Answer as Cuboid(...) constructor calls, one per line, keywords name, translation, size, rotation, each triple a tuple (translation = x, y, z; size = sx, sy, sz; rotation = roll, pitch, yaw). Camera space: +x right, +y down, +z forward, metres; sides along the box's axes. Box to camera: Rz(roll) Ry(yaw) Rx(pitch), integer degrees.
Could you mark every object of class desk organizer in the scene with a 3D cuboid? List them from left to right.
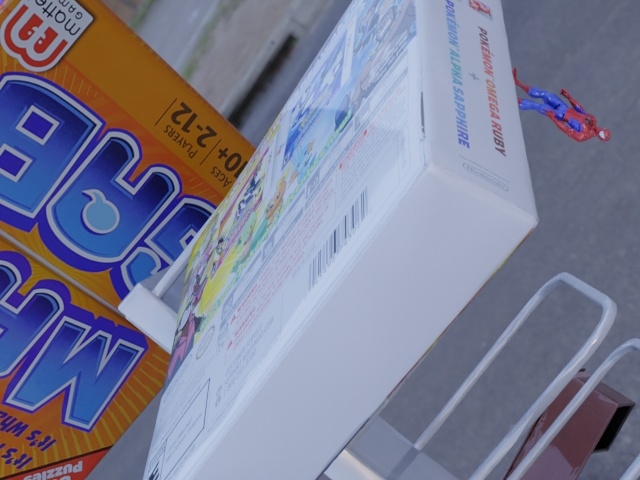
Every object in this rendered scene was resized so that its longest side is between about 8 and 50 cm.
Cuboid(name="desk organizer", translation=(0.184, 0.166, 0.938), size=(0.047, 0.050, 0.130), rotation=(10, -70, -58))

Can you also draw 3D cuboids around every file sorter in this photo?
Cuboid(name="file sorter", translation=(0.056, 0.053, 0.722), size=(0.173, 0.277, 0.193), rotation=(-51, 2, 3))

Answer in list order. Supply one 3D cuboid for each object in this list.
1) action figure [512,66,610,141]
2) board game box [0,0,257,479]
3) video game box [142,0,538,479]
Cuboid(name="action figure", translation=(0.230, -0.127, 1.183), size=(0.038, 0.115, 0.030), rotation=(-52, -12, -30))
Cuboid(name="board game box", translation=(-0.304, -0.056, 1.070), size=(0.356, 0.356, 0.356), rotation=(-50, 46, -2))
Cuboid(name="video game box", translation=(0.000, 0.000, 0.470), size=(0.205, 0.048, 0.187), rotation=(-54, 21, 33))
